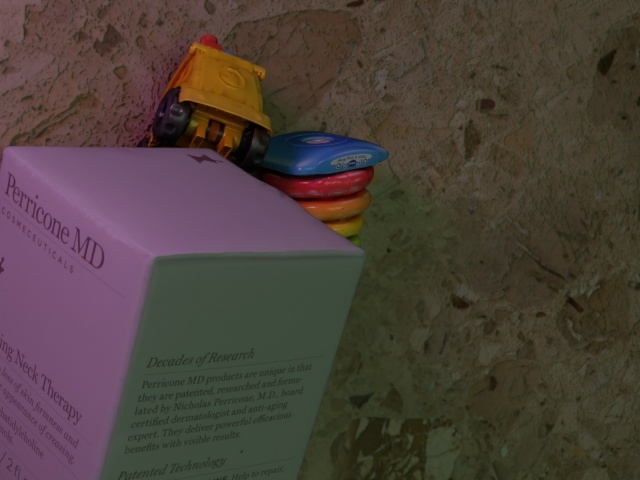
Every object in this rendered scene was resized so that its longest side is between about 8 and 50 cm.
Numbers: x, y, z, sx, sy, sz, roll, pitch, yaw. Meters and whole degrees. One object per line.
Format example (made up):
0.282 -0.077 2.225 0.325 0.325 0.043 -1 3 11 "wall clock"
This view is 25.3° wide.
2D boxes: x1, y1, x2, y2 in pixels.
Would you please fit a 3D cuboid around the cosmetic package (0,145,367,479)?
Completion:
-0.207 0.123 1.738 0.327 0.329 0.394 -2 116 -43 "cosmetic package"

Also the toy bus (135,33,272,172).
-0.169 -0.172 1.983 0.149 0.220 0.211 17 47 -22 "toy bus"

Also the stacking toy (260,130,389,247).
0.000 0.000 2.091 0.175 0.165 0.302 -12 108 -34 "stacking toy"
